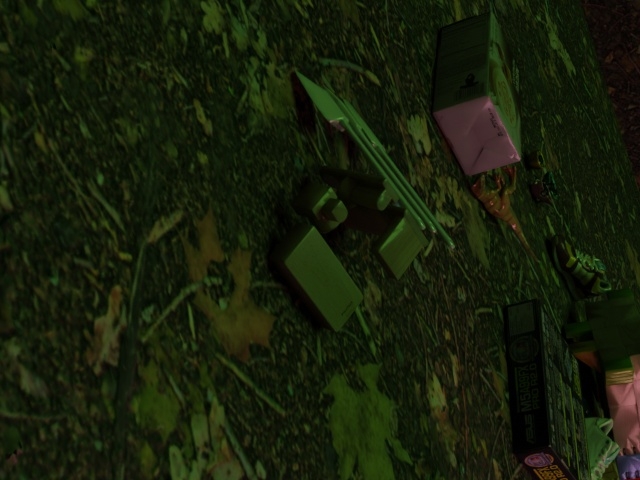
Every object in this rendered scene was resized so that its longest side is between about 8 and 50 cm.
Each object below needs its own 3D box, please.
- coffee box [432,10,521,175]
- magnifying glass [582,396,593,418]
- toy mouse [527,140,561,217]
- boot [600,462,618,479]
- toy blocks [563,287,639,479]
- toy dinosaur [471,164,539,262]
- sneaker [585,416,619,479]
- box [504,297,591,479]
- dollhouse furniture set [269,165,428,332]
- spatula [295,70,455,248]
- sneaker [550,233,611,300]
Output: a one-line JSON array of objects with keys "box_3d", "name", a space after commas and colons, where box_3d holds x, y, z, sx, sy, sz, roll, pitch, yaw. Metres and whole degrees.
[{"box_3d": [0.259, -0.243, 1.883, 0.141, 0.098, 0.246, 57, 28, -34], "name": "coffee box"}, {"box_3d": [0.500, 0.394, 2.105, 0.231, 0.026, 0.092, 69, 23, -5], "name": "magnifying glass"}, {"box_3d": [0.443, -0.107, 2.298, 0.143, 0.031, 0.161, 67, 24, -14], "name": "toy mouse"}, {"box_3d": [0.522, 0.463, 2.048, 0.197, 0.073, 0.152, 35, 40, -60], "name": "boot"}, {"box_3d": [0.578, 0.280, 2.174, 0.381, 0.190, 0.261, -70, 148, -71], "name": "toy blocks"}, {"box_3d": [0.302, -0.061, 1.932, 0.211, 0.064, 0.112, 39, 57, -39], "name": "toy dinosaur"}, {"box_3d": [0.453, 0.367, 1.922, 0.080, 0.094, 0.212, 62, 26, -28], "name": "sneaker"}, {"box_3d": [0.363, 0.261, 1.833, 0.216, 0.060, 0.270, 51, 32, -44], "name": "box"}, {"box_3d": [0.000, 0.000, 1.223, 0.151, 0.123, 0.144, -52, 130, -20], "name": "dollhouse furniture set"}, {"box_3d": [0.065, -0.092, 1.335, 0.242, 0.019, 0.168, 56, 11, 20], "name": "spatula"}, {"box_3d": [0.520, 0.046, 2.301, 0.185, 0.083, 0.070, 52, 31, -41], "name": "sneaker"}]
